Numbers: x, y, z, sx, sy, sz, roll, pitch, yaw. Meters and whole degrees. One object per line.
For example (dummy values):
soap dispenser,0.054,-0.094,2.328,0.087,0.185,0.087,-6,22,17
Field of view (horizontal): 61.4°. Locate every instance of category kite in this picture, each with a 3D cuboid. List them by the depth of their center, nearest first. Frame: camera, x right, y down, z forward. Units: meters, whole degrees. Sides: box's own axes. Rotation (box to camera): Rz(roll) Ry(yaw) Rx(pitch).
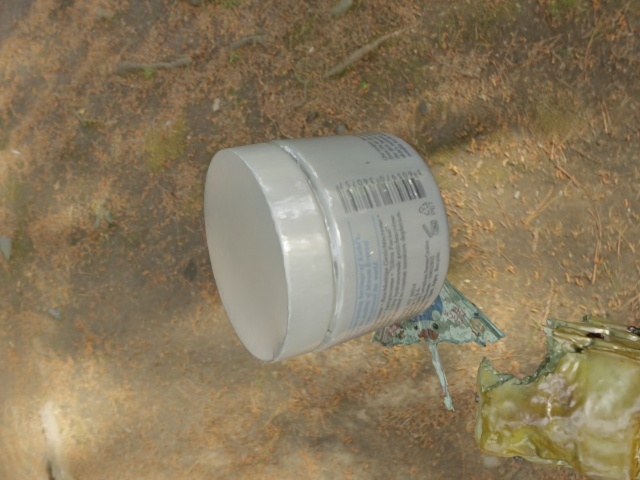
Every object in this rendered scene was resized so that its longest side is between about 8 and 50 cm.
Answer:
kite,0.222,0.175,1.125,0.406,0.014,0.369,-19,84,58

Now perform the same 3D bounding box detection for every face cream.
face cream,0.000,0.000,0.463,0.177,0.152,0.178,32,128,52

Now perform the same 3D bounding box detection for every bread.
bread,0.498,0.310,1.061,0.369,0.191,0.315,7,93,17
